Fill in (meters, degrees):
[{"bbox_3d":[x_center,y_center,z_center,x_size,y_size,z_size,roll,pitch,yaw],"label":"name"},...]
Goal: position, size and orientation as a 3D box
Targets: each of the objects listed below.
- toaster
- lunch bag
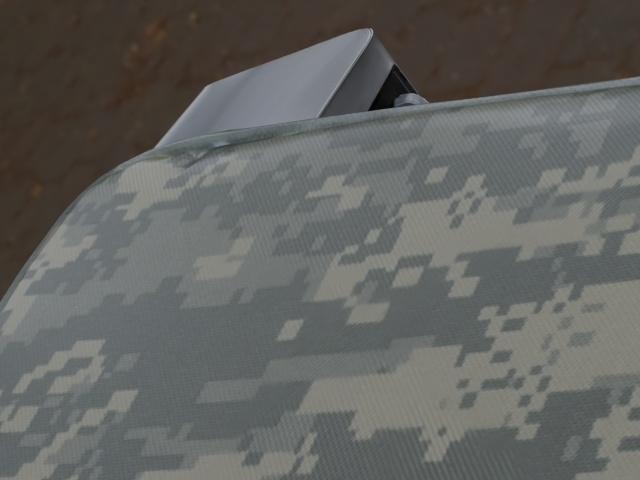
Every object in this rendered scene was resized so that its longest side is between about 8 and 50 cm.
[{"bbox_3d":[0.000,0.000,0.973,0.186,0.168,0.110,-16,30,43],"label":"toaster"},{"bbox_3d":[0.065,0.112,0.494,0.305,0.256,0.212,-7,40,33],"label":"lunch bag"}]
